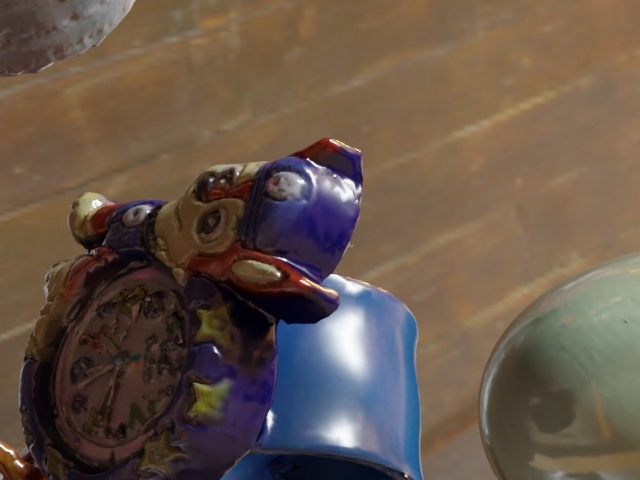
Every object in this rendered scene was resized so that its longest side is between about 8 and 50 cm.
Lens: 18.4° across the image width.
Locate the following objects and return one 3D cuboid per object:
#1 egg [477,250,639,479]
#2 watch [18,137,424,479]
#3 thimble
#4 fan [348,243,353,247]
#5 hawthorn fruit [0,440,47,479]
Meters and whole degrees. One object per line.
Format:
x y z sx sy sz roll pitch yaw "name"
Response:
0.255 0.113 1.259 0.371 0.230 0.230 7 84 -36 "egg"
-0.032 0.073 0.979 0.200 0.196 0.171 34 57 -47 "watch"
-0.188 -0.175 1.210 0.151 0.127 0.118 -25 136 -14 "thimble"
0.000 0.000 1.992 0.083 0.056 0.004 1 102 -74 "fan"
-0.131 0.178 1.165 0.243 0.207 0.207 41 58 -18 "hawthorn fruit"
